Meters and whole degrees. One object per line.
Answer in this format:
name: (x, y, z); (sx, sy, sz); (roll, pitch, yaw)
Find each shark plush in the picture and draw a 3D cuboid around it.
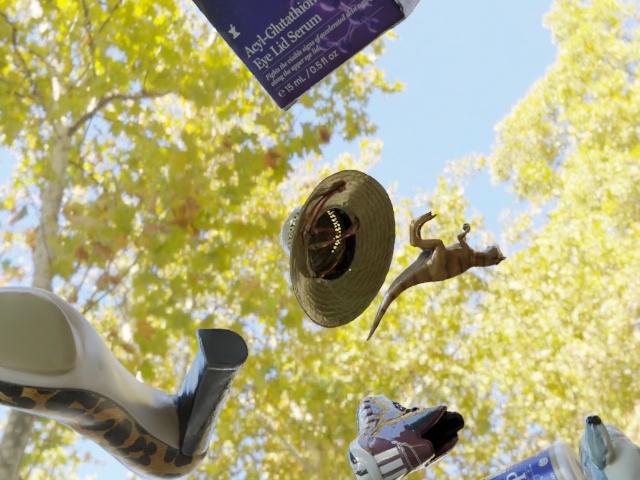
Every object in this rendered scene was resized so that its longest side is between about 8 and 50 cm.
shark plush: (0.218, 0.201, 0.586); (0.073, 0.161, 0.067); (10, -39, -19)

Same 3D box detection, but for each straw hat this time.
straw hat: (0.000, 0.000, 0.715); (0.061, 0.144, 0.144); (15, -38, 39)

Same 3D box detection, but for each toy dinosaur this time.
toy dinosaur: (0.134, 0.027, 0.996); (0.211, 0.112, 0.064); (-21, -7, -17)

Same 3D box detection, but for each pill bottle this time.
pill bottle: (0.258, 0.348, 1.059); (0.186, 0.112, 0.112); (-32, -57, 17)

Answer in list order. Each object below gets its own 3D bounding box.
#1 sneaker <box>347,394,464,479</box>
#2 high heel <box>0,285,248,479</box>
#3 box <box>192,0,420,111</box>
sneaker: (0.141, 0.287, 1.243); (0.162, 0.281, 0.106); (-25, -84, 10)
high heel: (-0.201, 0.129, 0.623); (0.261, 0.093, 0.186); (10, -49, -21)
box: (-0.030, -0.250, 0.732); (0.153, 0.108, 0.207); (-33, -74, 33)
